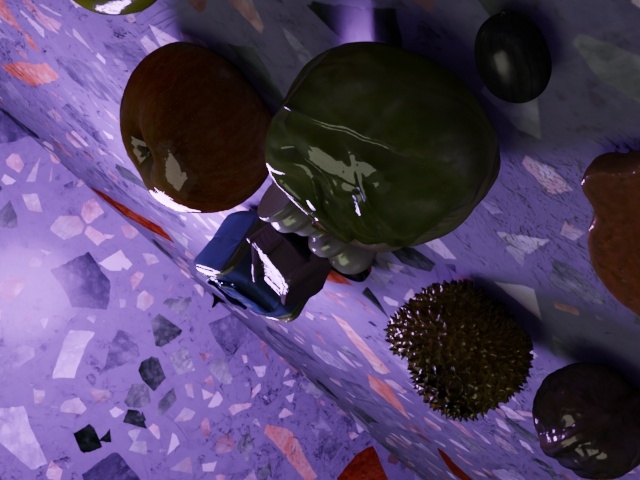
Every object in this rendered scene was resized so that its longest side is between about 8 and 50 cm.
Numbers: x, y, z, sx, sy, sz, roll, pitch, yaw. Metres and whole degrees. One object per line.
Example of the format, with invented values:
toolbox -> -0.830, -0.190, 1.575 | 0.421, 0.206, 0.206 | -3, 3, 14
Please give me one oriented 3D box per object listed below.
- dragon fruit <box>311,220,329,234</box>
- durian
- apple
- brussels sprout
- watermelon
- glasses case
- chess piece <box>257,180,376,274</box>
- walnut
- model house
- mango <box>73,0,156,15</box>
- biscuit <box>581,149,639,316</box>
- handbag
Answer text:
dragon fruit -> 0.045, -0.074, 1.380 | 0.174, 0.138, 0.142 | 15, -145, -26
durian -> 0.258, 0.206, 1.458 | 0.293, 0.258, 0.258 | 39, 166, 32
apple -> -0.233, -0.191, 1.377 | 0.309, 0.250, 0.277 | 42, 162, -5
brussels sprout -> 0.072, -0.118, 0.995 | 0.328, 0.247, 0.328 | 35, 159, 16
watermelon -> 0.205, -0.196, 0.810 | 0.078, 0.078, 0.111 | 19, 153, 46
glasses case -> 0.000, 0.000, 1.695 | 0.266, 0.067, 0.103 | 38, 161, 1
chess piece -> 0.012, -0.026, 1.521 | 0.251, 0.144, 0.144 | 41, 163, -25
walnut -> 0.487, 0.321, 1.357 | 0.224, 0.224, 0.224 | 34, 162, 13
model house -> -0.083, 0.049, 1.675 | 0.188, 0.122, 0.229 | 40, 159, 11
mango -> -0.288, -0.419, 1.113 | 0.293, 0.143, 0.175 | 8, 149, 40
biscuit -> 0.479, 0.024, 0.845 | 0.385, 0.062, 0.365 | 20, 152, 44
handbag -> -0.156, 0.065, 1.909 | 0.241, 0.222, 0.263 | 40, 161, -23
